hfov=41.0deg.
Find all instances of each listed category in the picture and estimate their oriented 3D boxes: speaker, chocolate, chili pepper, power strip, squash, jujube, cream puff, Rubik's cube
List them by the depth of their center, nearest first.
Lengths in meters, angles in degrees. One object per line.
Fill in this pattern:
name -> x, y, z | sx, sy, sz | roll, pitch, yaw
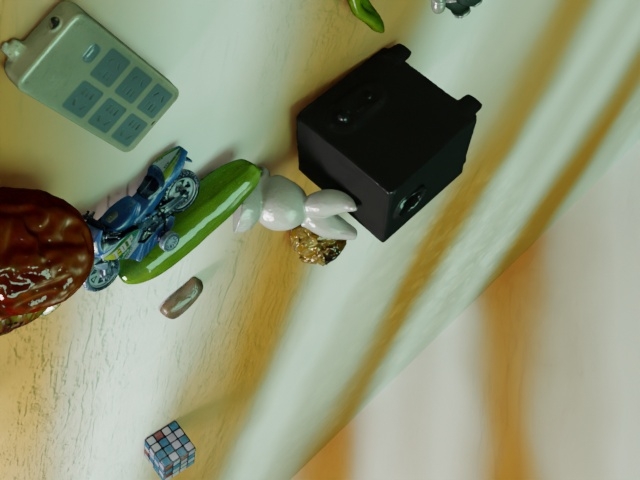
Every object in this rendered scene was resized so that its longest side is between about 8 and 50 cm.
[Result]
power strip -> -0.283, -0.202, 1.087 | 0.118, 0.046, 0.270 | -45, 156, 4
jujube -> -0.412, 0.017, 1.090 | 0.250, 0.174, 0.174 | -7, 138, -45
chili pepper -> 0.060, -0.384, 1.319 | 0.050, 0.052, 0.202 | -14, 159, 7
squash -> -0.219, -0.033, 1.425 | 0.292, 0.082, 0.082 | -41, 157, -7
speaker -> 0.124, -0.177, 1.525 | 0.254, 0.232, 0.184 | -40, 159, -21
chocolate -> -0.265, 0.118, 1.676 | 0.100, 0.031, 0.064 | -42, 161, -7
cream puff -> 0.000, 0.000, 1.816 | 0.119, 0.104, 0.133 | -39, 158, -27
Rubik's cube -> -0.370, 0.518, 2.102 | 0.092, 0.092, 0.092 | -29, 153, -30

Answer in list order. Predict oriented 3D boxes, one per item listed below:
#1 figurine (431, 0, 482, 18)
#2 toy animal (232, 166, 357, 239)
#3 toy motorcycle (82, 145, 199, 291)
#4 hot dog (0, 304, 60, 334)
figurine -> 0.200, -0.442, 1.365 | 0.147, 0.126, 0.192 | -36, 141, 7
toy animal -> -0.042, -0.064, 1.533 | 0.220, 0.131, 0.104 | 4, 121, -10
toy motorcycle -> -0.286, -0.034, 1.316 | 0.254, 0.092, 0.136 | -47, 149, -13
hot dog -> -0.491, 0.115, 1.188 | 0.162, 0.082, 0.270 | -12, -177, 36
